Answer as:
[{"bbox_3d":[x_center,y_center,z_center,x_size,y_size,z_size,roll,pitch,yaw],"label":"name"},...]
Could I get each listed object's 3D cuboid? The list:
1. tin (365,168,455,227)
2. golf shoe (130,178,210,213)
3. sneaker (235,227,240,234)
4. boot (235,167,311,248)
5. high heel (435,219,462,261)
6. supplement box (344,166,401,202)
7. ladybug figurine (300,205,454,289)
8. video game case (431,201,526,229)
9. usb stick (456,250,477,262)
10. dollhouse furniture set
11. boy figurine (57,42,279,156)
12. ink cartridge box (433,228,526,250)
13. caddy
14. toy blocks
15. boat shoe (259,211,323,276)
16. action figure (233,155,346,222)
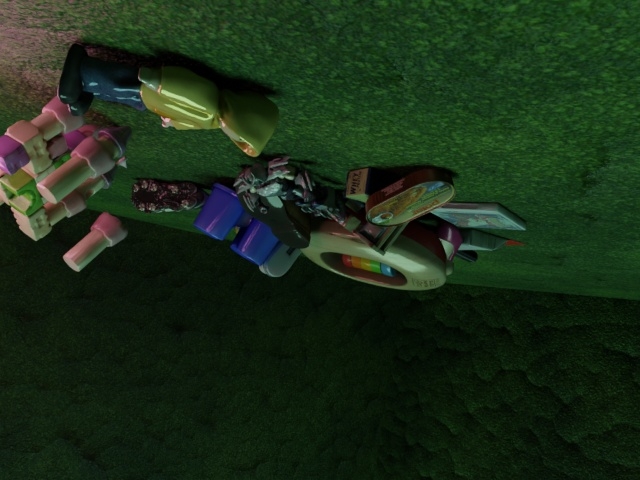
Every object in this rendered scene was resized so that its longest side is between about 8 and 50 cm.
[{"bbox_3d":[0.173,-0.081,1.113,0.189,0.040,0.106,-26,142,33],"label":"tin"},{"bbox_3d":[-0.462,-0.127,1.742,0.272,0.105,0.120,7,-179,27],"label":"golf shoe"},{"bbox_3d":[-0.246,-0.047,2.233,0.130,0.112,0.296,-9,172,10],"label":"sneaker"},{"bbox_3d":[-0.111,-0.102,1.428,0.112,0.115,0.305,-2,149,28],"label":"boot"},{"bbox_3d":[0.341,0.037,1.631,0.082,0.117,0.244,31,160,18],"label":"high heel"},{"bbox_3d":[0.108,-0.110,1.175,0.083,0.056,0.083,13,173,-31],"label":"supplement box"},{"bbox_3d":[0.154,0.014,1.583,0.449,0.162,0.305,13,159,21],"label":"ladybug figurine"},{"bbox_3d":[0.378,-0.059,1.379,0.183,0.023,0.201,5,172,38],"label":"video game case"},{"bbox_3d":[0.466,0.031,1.953,0.077,0.045,0.278,24,-176,36],"label":"usb stick"},{"bbox_3d":[0.107,-0.075,1.373,0.183,0.129,0.129,39,-176,20],"label":"dollhouse furniture set"},{"bbox_3d":[-0.203,-0.190,0.801,0.285,0.092,0.177,14,171,-10],"label":"boy figurine"},{"bbox_3d":[0.481,0.014,1.752,0.232,0.066,0.189,18,171,-28],"label":"ink cartridge box"},{"bbox_3d":[-0.223,-0.061,1.624,0.241,0.179,0.341,32,174,-13],"label":"caddy"},{"bbox_3d":[-0.487,-0.165,1.075,0.308,0.260,0.289,32,147,9],"label":"toy blocks"},{"bbox_3d":[-0.082,0.004,1.718,0.096,0.268,0.088,48,160,-26],"label":"boat shoe"},{"bbox_3d":[-0.065,-0.109,1.250,0.185,0.099,0.285,-3,169,40],"label":"action figure"}]
